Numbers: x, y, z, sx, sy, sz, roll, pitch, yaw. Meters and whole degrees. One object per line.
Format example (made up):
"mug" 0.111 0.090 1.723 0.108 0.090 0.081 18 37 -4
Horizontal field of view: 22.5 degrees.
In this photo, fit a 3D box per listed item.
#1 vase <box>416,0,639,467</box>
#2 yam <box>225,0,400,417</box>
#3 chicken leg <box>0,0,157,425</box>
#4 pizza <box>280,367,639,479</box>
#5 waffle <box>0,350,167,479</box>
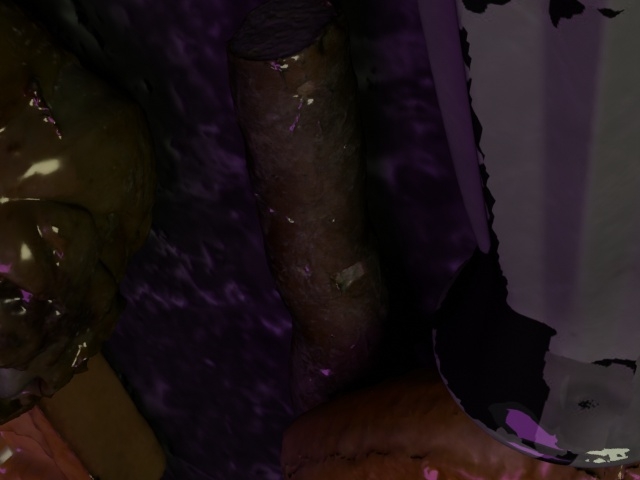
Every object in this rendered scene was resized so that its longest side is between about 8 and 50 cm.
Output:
"vase" 0.093 -0.073 0.481 0.165 0.165 0.360 25 146 23
"yam" 0.000 0.000 0.724 0.061 0.061 0.253 20 140 29
"chicken leg" -0.203 -0.098 0.744 0.201 0.153 0.429 -9 117 20
"pizza" 0.168 0.171 0.685 0.409 0.114 0.278 15 134 26
"waffle" -0.267 0.038 1.012 0.304 0.077 0.348 1 129 42
